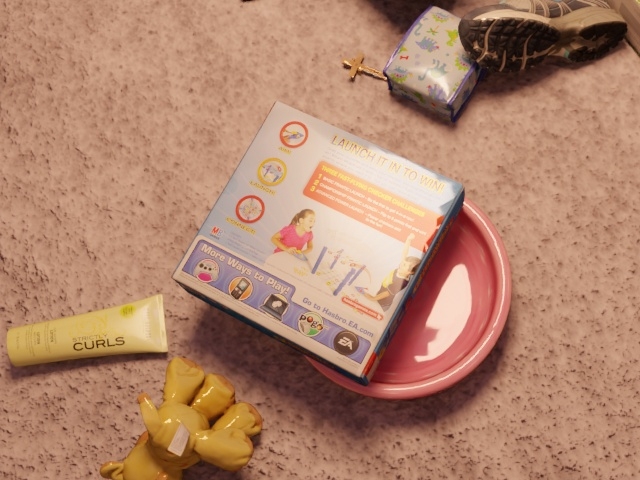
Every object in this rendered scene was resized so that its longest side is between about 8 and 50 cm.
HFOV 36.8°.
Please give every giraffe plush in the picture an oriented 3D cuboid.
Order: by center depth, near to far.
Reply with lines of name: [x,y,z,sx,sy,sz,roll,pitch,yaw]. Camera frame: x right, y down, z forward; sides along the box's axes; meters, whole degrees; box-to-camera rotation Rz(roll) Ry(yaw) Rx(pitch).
giraffe plush: [-0.207,0.296,1.360,0.181,0.210,0.170,42,115,8]

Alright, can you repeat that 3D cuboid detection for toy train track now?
toy train track: [0.074,-0.276,1.564,0.083,0.014,0.048,22,70,9]

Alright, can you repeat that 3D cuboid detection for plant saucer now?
plant saucer: [0.111,0.071,1.411,0.332,0.084,0.332,-3,71,8]

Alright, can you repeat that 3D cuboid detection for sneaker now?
sneaker: [0.323,-0.335,1.473,0.283,0.110,0.122,-6,56,-25]

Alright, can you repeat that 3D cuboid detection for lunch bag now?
lunch bag: [0.190,-0.282,1.504,0.129,0.096,0.151,29,84,16]

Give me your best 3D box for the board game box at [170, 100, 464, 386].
board game box: [0.000,0.000,1.361,0.308,0.086,0.302,27,78,16]

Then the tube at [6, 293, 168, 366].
tube: [-0.355,0.143,1.474,0.240,0.062,0.070,-9,112,1]

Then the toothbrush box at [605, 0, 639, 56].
toothbrush box: [0.573,-0.438,1.482,0.283,0.122,0.206,-31,70,-1]
